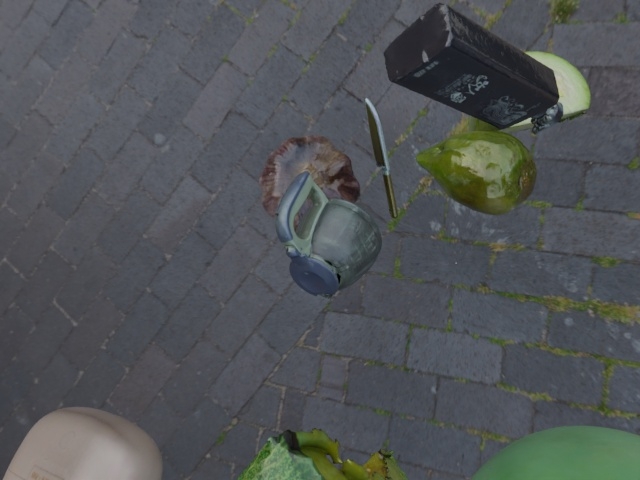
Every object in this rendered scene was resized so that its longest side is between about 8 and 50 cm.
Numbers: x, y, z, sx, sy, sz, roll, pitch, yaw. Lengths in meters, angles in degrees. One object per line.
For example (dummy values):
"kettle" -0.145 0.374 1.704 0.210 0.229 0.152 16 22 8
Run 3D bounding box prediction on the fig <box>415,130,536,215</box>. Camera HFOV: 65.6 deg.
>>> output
"fig" 0.308 -0.152 0.978 0.234 0.167 0.167 40 98 16

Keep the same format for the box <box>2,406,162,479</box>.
"box" -0.270 0.268 0.560 0.201 0.088 0.145 2 60 32

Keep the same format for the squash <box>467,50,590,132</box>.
"squash" 0.482 -0.293 1.244 0.234 0.309 0.210 -15 66 0

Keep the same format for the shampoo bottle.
"shampoo bottle" 0.229 -0.209 0.659 0.098 0.310 0.071 -29 62 47

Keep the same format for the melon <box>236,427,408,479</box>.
"melon" 0.005 0.277 0.434 0.169 0.265 0.129 -45 55 1

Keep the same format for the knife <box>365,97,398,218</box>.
"knife" 0.157 -0.205 1.299 0.027 0.061 0.342 -25 125 -13

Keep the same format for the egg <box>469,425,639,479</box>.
"egg" 0.177 0.249 0.298 0.221 0.269 0.220 14 133 15

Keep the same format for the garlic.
"garlic" -0.022 -0.128 1.129 0.245 0.160 0.244 2 81 -10

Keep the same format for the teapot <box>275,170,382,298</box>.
"teapot" 0.010 0.004 0.615 0.111 0.108 0.149 15 136 20
